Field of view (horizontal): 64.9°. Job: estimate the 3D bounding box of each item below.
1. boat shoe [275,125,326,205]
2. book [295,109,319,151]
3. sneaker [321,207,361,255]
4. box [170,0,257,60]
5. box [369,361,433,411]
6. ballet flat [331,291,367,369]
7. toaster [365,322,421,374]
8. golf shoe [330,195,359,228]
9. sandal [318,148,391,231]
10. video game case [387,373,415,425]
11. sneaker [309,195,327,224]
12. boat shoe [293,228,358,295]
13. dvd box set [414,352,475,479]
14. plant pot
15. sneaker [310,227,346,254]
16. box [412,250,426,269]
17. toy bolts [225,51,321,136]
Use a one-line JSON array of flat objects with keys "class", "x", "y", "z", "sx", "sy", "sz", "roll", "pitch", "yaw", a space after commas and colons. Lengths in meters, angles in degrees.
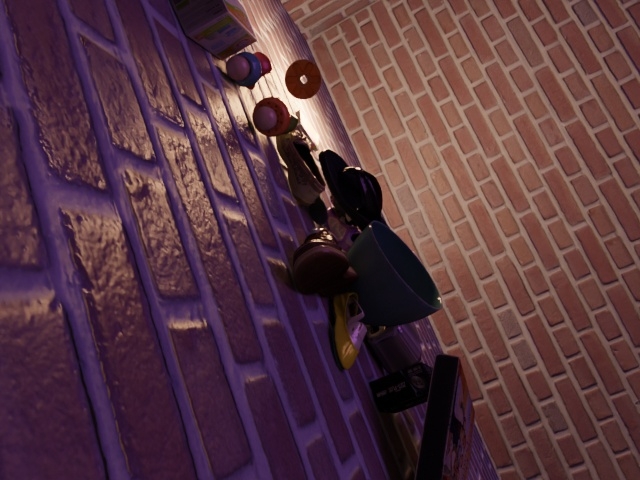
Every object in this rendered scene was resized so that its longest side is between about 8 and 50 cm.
[{"class": "boat shoe", "x": -0.050, "y": -0.234, "z": 1.428, "sx": 0.104, "sy": 0.089, "sz": 0.285, "roll": 11, "pitch": 53, "yaw": -47}, {"class": "book", "x": -0.051, "y": -0.426, "z": 1.962, "sx": 0.144, "sy": 0.035, "sz": 0.096, "roll": 53, "pitch": 21, "yaw": -41}, {"class": "sneaker", "x": 0.069, "y": -0.017, "z": 1.518, "sx": 0.095, "sy": 0.104, "sz": 0.236, "roll": 48, "pitch": 18, "yaw": -44}, {"class": "box", "x": -0.246, "y": -0.523, "z": 1.191, "sx": 0.103, "sy": 0.114, "sz": 0.203, "roll": 66, "pitch": 12, "yaw": 2}, {"class": "box", "x": 0.228, "y": 0.385, "z": 1.303, "sx": 0.180, "sy": 0.147, "sz": 0.078, "roll": 42, "pitch": 26, "yaw": -61}, {"class": "ballet flat", "x": 0.068, "y": 0.199, "z": 1.175, "sx": 0.077, "sy": 0.077, "sz": 0.231, "roll": 59, "pitch": 15, "yaw": -28}, {"class": "toaster", "x": 0.207, "y": 0.280, "z": 1.472, "sx": 0.146, "sy": 0.129, "sz": 0.227, "roll": 55, "pitch": 18, "yaw": -23}, {"class": "golf shoe", "x": 0.090, "y": -0.076, "z": 1.674, "sx": 0.273, "sy": 0.105, "sz": 0.120, "roll": 62, "pitch": 11, "yaw": -69}, {"class": "sandal", "x": 0.148, "y": -0.108, "z": 1.492, "sx": 0.446, "sy": 0.107, "sz": 0.168, "roll": 51, "pitch": 29, "yaw": -27}, {"class": "video game case", "x": 0.238, "y": 0.450, "z": 1.509, "sx": 0.157, "sy": 0.019, "sz": 0.143, "roll": 59, "pitch": 14, "yaw": -26}, {"class": "sneaker", "x": -0.014, "y": -0.114, "z": 1.483, "sx": 0.144, "sy": 0.053, "sz": 0.059, "roll": 68, "pitch": 11, "yaw": 8}, {"class": "boat shoe", "x": -0.002, "y": 0.041, "z": 1.130, "sx": 0.123, "sy": 0.123, "sz": 0.342, "roll": 59, "pitch": 8, "yaw": 18}, {"class": "dvd box set", "x": 0.321, "y": 0.507, "z": 1.251, "sx": 0.420, "sy": 0.062, "sz": 0.308, "roll": 61, "pitch": 40, "yaw": -49}, {"class": "plant pot", "x": 0.160, "y": 0.119, "z": 1.362, "sx": 0.290, "sy": 0.195, "sz": 0.290, "roll": 43, "pitch": 20, "yaw": -20}, {"class": "sneaker", "x": 0.000, "y": 0.000, "z": 1.317, "sx": 0.094, "sy": 0.080, "sz": 0.212, "roll": 57, "pitch": 3, "yaw": 21}, {"class": "box", "x": 0.314, "y": 0.163, "z": 1.905, "sx": 0.275, "sy": 0.113, "sz": 0.094, "roll": 84, "pitch": -20, "yaw": -58}, {"class": "toy bolts", "x": -0.131, "y": -0.405, "z": 1.289, "sx": 0.228, "sy": 0.218, "sz": 0.158, "roll": 46, "pitch": 21, "yaw": -1}]
